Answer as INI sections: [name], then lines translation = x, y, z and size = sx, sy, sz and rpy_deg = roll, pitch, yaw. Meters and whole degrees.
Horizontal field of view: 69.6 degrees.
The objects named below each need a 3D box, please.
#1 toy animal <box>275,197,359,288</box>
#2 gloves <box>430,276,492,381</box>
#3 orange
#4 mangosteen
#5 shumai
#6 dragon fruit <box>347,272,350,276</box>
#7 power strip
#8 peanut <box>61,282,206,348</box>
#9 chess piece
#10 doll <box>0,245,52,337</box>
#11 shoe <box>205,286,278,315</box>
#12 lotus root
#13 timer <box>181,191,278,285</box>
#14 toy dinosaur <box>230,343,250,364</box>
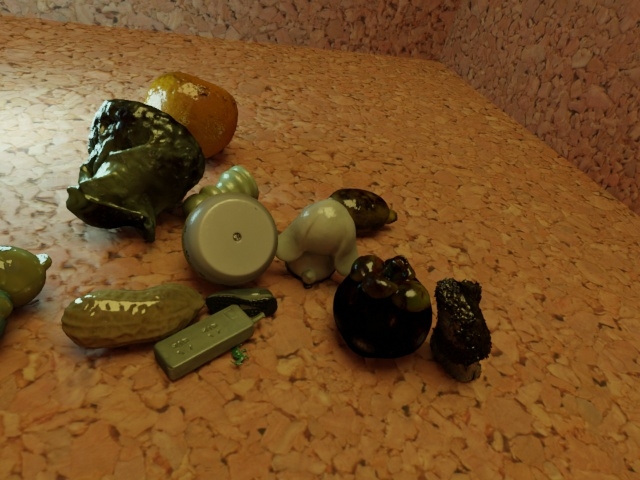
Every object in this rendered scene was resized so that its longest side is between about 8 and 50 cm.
[toy animal]
translation = -0.016, 0.009, 1.365
size = 0.249, 0.289, 0.174
rpy_deg = -7, 42, 5
[gloves]
translation = 0.365, 0.222, 1.201
size = 0.135, 0.312, 0.210
rpy_deg = -7, 50, 2
[orange]
translation = -0.483, -0.460, 1.721
size = 0.341, 0.293, 0.340
rpy_deg = 21, 13, -5
[mangosteen]
translation = 0.175, 0.165, 1.208
size = 0.233, 0.287, 0.287
rpy_deg = 17, 33, -35
[shumai]
translation = -0.577, -0.185, 1.361
size = 0.395, 0.395, 0.348
rpy_deg = 23, 60, 10
[dragon fruit]
translation = 0.143, 0.133, 1.389
size = 0.096, 0.102, 0.147
rpy_deg = 40, 40, 24
[power strip]
translation = -0.261, 0.236, 1.145
size = 0.288, 0.053, 0.093
rpy_deg = -26, 48, -35
[peanut]
translation = -0.437, 0.177, 1.108
size = 0.325, 0.140, 0.153
rpy_deg = -6, 1, -35
[chess piece]
translation = -0.340, -0.135, 1.524
size = 0.144, 0.144, 0.251
rpy_deg = 33, 47, 20
[doll]
translation = -0.751, 0.119, 1.048
size = 0.177, 0.161, 0.260
rpy_deg = -3, 39, 11
[shoe]
translation = -0.216, 0.161, 1.257
size = 0.195, 0.074, 0.077
rpy_deg = 4, 28, -18
[lotus root]
translation = 0.135, -0.106, 1.633
size = 0.314, 0.141, 0.169
rpy_deg = 1, 45, -19
[timer]
translation = -0.272, 0.002, 1.324
size = 0.285, 0.285, 0.285
rpy_deg = 9, 39, -8
[toy dinosaur]
translation = -0.211, 0.283, 1.144
size = 0.083, 0.021, 0.062
rpy_deg = 11, 30, 19
